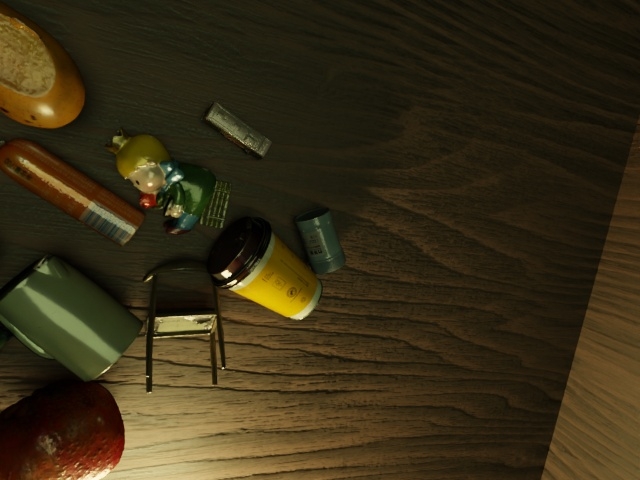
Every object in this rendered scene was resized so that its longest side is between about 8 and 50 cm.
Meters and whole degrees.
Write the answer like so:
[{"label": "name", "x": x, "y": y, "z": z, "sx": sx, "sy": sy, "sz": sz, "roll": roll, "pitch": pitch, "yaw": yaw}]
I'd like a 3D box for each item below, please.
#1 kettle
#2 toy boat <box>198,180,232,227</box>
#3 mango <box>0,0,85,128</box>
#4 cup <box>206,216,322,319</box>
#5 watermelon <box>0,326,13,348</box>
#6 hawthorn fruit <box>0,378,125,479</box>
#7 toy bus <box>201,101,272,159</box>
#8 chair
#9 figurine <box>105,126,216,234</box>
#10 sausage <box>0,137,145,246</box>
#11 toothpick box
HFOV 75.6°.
[{"label": "kettle", "x": -0.556, "y": 0.174, "z": 0.885, "sx": 0.240, "sy": 0.165, "sz": 0.255, "roll": -34, "pitch": 114, "yaw": 18}, {"label": "toy boat", "x": -0.260, "y": -0.090, "z": 1.023, "sx": 0.063, "sy": 0.016, "sz": 0.115, "roll": 10, "pitch": 97, "yaw": -24}, {"label": "mango", "x": -0.571, "y": -0.332, "z": 0.745, "sx": 0.290, "sy": 0.191, "sz": 0.160, "roll": 46, "pitch": 75, "yaw": -28}, {"label": "cup", "x": -0.131, "y": 0.078, "z": 1.030, "sx": 0.279, "sy": 0.196, "sz": 0.196, "roll": 40, "pitch": 84, "yaw": -34}, {"label": "watermelon", "x": -0.768, "y": 0.284, "z": 0.780, "sx": 0.250, "sy": 0.283, "sz": 0.293, "roll": -9, "pitch": 132, "yaw": 4}, {"label": "hawthorn fruit", "x": -0.543, "y": 0.456, "z": 0.885, "sx": 0.254, "sy": 0.254, "sz": 0.300, "roll": -27, "pitch": 98, "yaw": -16}, {"label": "toy bus", "x": -0.196, "y": -0.259, "z": 0.985, "sx": 0.172, "sy": 0.072, "sz": 0.057, "roll": 32, "pitch": 83, "yaw": -26}, {"label": "chair", "x": -0.326, "y": 0.202, "z": 0.988, "sx": 0.188, "sy": 0.166, "sz": 0.272, "roll": 2, "pitch": 58, "yaw": -22}, {"label": "figurine", "x": -0.371, "y": -0.128, "z": 0.921, "sx": 0.234, "sy": 0.127, "sz": 0.185, "roll": 24, "pitch": 107, "yaw": -35}, {"label": "sausage", "x": -0.531, "y": -0.108, "z": 0.865, "sx": 0.312, "sy": 0.093, "sz": 0.093, "roll": 38, "pitch": 85, "yaw": -25}, {"label": "toothpick box", "x": 0.000, "y": 0.000, "z": 1.106, "sx": 0.101, "sy": 0.101, "sz": 0.153, "roll": -24, "pitch": 108, "yaw": -17}]
